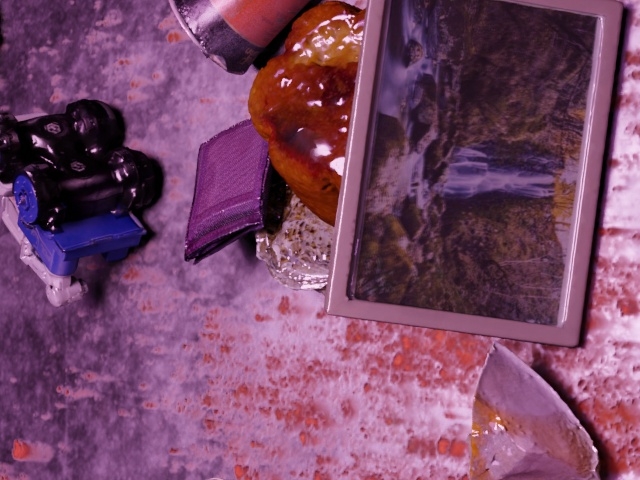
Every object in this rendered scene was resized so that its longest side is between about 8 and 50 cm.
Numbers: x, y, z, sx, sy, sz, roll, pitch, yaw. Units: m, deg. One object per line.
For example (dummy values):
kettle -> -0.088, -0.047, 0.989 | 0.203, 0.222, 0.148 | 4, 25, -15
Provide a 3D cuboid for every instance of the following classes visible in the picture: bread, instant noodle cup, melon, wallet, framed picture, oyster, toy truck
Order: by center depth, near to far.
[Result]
melon -> 0.182, 0.200, 1.476 | 0.139, 0.093, 0.202 | 9, 103, 24
framed picture -> 0.139, -0.076, 1.489 | 0.020, 0.240, 0.324 | 174, 106, -81
bread -> 0.049, -0.129, 1.603 | 0.247, 0.135, 0.232 | 27, 86, 36
oyster -> 0.000, 0.000, 1.678 | 0.125, 0.064, 0.177 | -31, 54, 17
wallet -> -0.093, -0.060, 1.737 | 0.111, 0.030, 0.166 | -30, 39, 33
instant noodle cup -> -0.072, -0.263, 1.743 | 0.136, 0.127, 0.127 | -38, 61, 20
toy truck -> -0.299, -0.049, 1.888 | 0.213, 0.161, 0.177 | 50, 137, 33

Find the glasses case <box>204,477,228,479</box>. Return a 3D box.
glasses case -> -0.127, 0.348, 1.728 | 0.081, 0.051, 0.204 | 21, 96, 38
